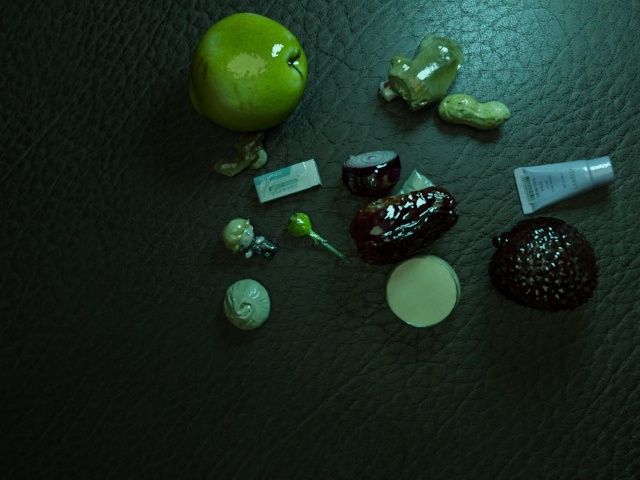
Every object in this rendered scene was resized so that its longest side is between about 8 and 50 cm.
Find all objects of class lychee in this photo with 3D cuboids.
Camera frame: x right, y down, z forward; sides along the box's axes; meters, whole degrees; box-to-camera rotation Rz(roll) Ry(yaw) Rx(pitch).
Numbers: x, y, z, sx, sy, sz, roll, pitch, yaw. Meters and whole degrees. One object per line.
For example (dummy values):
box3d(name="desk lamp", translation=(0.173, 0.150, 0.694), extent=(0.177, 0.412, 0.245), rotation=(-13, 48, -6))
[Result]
box3d(name="lychee", translation=(0.664, 0.073, 1.501), extent=(0.330, 0.306, 0.306), rotation=(36, 97, 4))

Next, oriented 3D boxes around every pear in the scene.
box3d(name="pear", translation=(-0.237, -0.532, 1.613), extent=(0.418, 0.362, 0.362), rotation=(-7, 90, 37))

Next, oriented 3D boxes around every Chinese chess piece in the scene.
box3d(name="Chinese chess piece", translation=(0.336, 0.167, 1.657), extent=(0.250, 0.103, 0.249), rotation=(0, 91, 10))

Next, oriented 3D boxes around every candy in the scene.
box3d(name="candy", translation=(-0.001, 0.001, 1.736), extent=(0.262, 0.073, 0.077), rotation=(36, 115, 0))

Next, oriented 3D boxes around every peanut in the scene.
box3d(name="peanut", translation=(0.493, -0.414, 1.613), extent=(0.230, 0.103, 0.098), rotation=(14, 107, 11))

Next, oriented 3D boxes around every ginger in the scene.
box3d(name="ginger", translation=(0.332, -0.548, 1.602), extent=(0.221, 0.130, 0.275), rotation=(16, 76, -1))
box3d(name="ginger", translation=(-0.281, -0.307, 1.772), extent=(0.214, 0.059, 0.133), rotation=(-14, 97, 11))

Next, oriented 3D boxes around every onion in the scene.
box3d(name="onion", translation=(0.166, -0.201, 1.621), extent=(0.195, 0.218, 0.139), rotation=(-1, 118, 3))

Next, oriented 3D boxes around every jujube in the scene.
box3d(name="jujube", translation=(0.264, -0.056, 1.579), extent=(0.342, 0.216, 0.216), rotation=(-22, 88, 6))

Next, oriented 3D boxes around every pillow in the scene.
box3d(name="pillow", translation=(0.302, -0.107, 1.682), extent=(0.148, 0.050, 0.229), rotation=(40, 101, 12))

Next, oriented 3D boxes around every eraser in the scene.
box3d(name="eraser", translation=(-0.115, -0.205, 1.747), extent=(0.225, 0.052, 0.095), rotation=(-17, 87, 9))

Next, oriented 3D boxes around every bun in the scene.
box3d(name="bun", translation=(-0.269, 0.230, 1.761), extent=(0.183, 0.102, 0.183), rotation=(0, 91, 12))

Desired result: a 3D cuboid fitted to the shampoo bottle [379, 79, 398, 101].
box3d(name="shampoo bottle", translation=(0.246, -0.514, 1.681), extent=(0.099, 0.043, 0.072), rotation=(-24, 90, 9))

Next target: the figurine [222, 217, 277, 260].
box3d(name="figurine", translation=(-0.252, 0.005, 1.754), extent=(0.196, 0.108, 0.114), rotation=(34, 119, 1))

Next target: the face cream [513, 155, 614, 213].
box3d(name="face cream", translation=(0.772, -0.189, 1.588), extent=(0.274, 0.096, 0.154), rotation=(-14, 92, 23))
